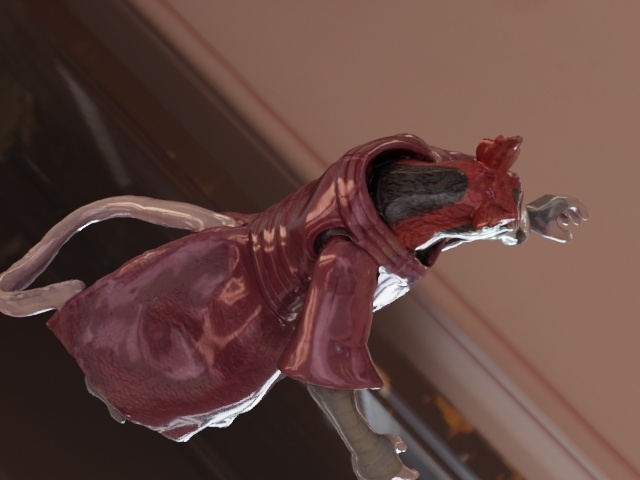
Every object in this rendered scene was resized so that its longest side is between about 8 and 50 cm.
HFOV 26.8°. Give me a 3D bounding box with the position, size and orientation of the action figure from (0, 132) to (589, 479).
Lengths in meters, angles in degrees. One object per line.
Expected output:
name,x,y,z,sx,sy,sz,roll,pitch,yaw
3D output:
action figure,0.000,0.000,0.896,0.370,0.275,0.248,-35,-165,48
